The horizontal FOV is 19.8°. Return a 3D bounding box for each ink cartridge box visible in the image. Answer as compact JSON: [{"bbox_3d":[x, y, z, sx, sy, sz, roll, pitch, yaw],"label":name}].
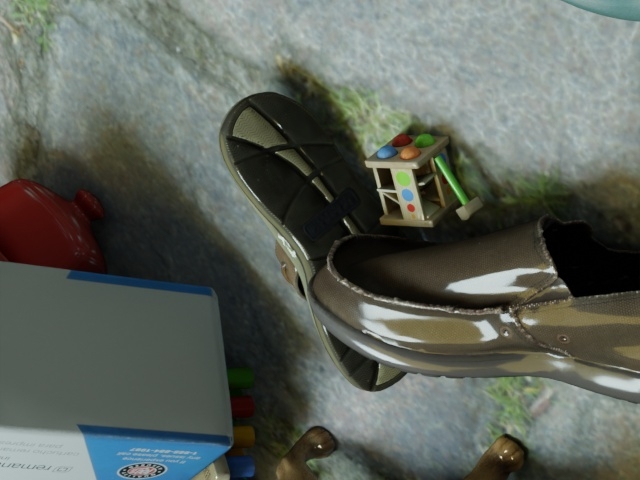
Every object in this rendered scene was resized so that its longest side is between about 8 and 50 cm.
[{"bbox_3d":[-0.300,0.182,1.693,0.395,0.285,0.166,-42,49,47],"label":"ink cartridge box"}]

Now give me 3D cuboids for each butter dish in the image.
[{"bbox_3d":[-0.258,-0.001,1.756,0.160,0.118,0.160,46,175,16],"label":"butter dish"}]

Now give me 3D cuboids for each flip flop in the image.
[{"bbox_3d":[0.000,0.000,1.562,0.277,0.112,0.080,56,162,-10],"label":"flip flop"}]

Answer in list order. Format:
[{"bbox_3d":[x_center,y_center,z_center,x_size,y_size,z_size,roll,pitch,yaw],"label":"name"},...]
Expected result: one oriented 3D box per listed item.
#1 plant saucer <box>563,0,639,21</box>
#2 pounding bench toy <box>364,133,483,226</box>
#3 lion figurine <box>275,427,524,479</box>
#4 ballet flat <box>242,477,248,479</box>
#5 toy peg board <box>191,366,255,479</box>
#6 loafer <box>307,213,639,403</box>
[{"bbox_3d":[0.197,-0.289,1.244,0.317,0.044,0.317,20,128,28],"label":"plant saucer"},{"bbox_3d":[0.088,-0.051,1.482,0.083,0.052,0.065,4,119,37],"label":"pounding bench toy"},{"bbox_3d":[0.050,0.271,1.594,0.392,0.240,0.142,-12,110,43],"label":"lion figurine"},{"bbox_3d":[-0.053,0.332,1.835,0.231,0.077,0.077,51,138,-2],"label":"ballet flat"},{"bbox_3d":[-0.103,0.204,1.745,0.161,0.079,0.161,113,147,-43],"label":"toy peg board"},{"bbox_3d":[0.165,0.031,1.424,0.366,0.134,0.130,7,118,20],"label":"loafer"}]
